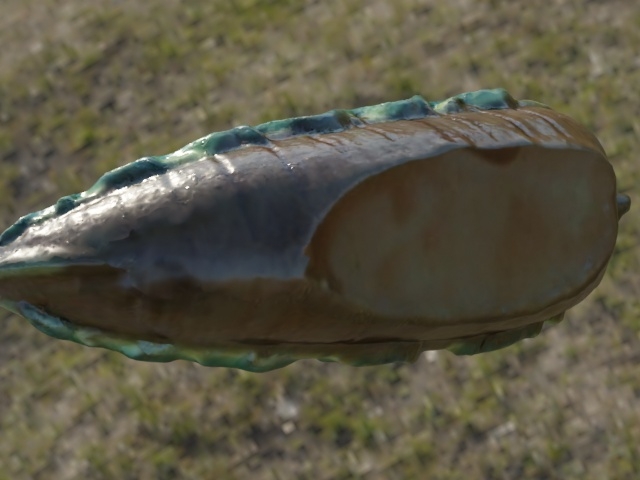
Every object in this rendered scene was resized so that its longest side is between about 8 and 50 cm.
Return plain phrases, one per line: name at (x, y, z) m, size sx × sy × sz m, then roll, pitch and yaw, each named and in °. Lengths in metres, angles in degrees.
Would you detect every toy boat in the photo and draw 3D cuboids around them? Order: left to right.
toy boat at (0.003, 0.000, 0.769) m, size 0.293 × 0.108 × 0.099 m, roll -7°, pitch 4°, yaw -28°
